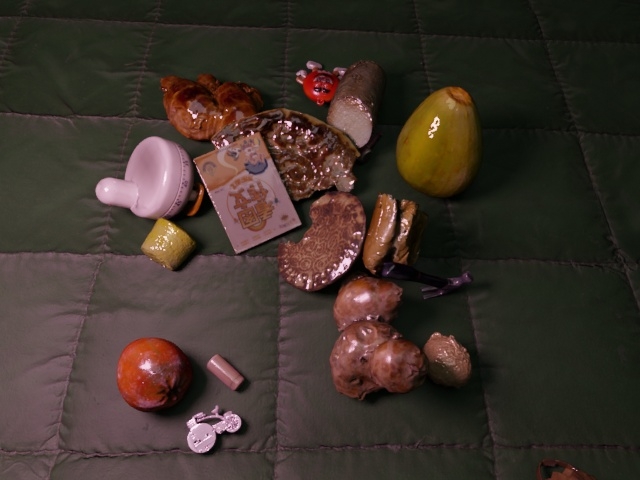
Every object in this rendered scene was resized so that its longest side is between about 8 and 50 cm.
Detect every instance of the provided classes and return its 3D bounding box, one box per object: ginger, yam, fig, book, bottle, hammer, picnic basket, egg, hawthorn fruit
[{"bbox_3d":[0.125,0.221,1.246,0.176,0.256,0.375,24,37,-29],"label":"ginger"},{"bbox_3d":[-0.343,-0.435,1.615,0.358,0.152,0.274,10,60,0],"label":"ginger"},{"bbox_3d":[0.118,-0.438,1.614,0.168,0.168,0.304,15,47,5],"label":"yam"},{"bbox_3d":[0.356,-0.291,1.482,0.258,0.326,0.258,4,40,-3],"label":"fig"},{"bbox_3d":[-0.207,-0.136,1.443,0.208,0.020,0.295,-26,92,-11],"label":"book"},{"bbox_3d":[-0.232,0.326,1.245,0.096,0.045,0.045,38,64,14],"label":"bottle"},{"bbox_3d":[0.259,0.099,1.310,0.290,0.137,0.037,15,52,-39],"label":"hammer"},{"bbox_3d":[0.549,0.563,1.122,0.128,0.137,0.178,16,21,-3],"label":"picnic basket"},{"bbox_3d":[0.312,0.300,1.258,0.118,0.116,0.140,-47,59,-1],"label":"egg"},{"bbox_3d":[-0.391,0.309,1.179,0.173,0.173,0.172,2,60,-3],"label":"hawthorn fruit"}]

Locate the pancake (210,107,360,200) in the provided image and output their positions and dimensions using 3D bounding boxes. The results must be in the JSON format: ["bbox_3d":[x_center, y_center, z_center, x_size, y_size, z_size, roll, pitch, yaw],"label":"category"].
[{"bbox_3d":[-0.094,-0.243,1.506,0.427,0.067,0.304,-12,90,-8],"label":"pancake"}]

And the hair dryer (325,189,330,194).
[{"bbox_3d":[0.047,-0.076,1.501,0.100,0.057,0.197,-16,54,-13],"label":"hair dryer"}]

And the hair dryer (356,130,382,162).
[{"bbox_3d":[0.148,-0.318,1.650,0.154,0.054,0.106,-32,61,-31],"label":"hair dryer"}]

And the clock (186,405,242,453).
[{"bbox_3d":[-0.249,0.436,1.182,0.129,0.041,0.087,-24,68,-12],"label":"clock"}]

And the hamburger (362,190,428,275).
[{"bbox_3d":[0.194,-0.002,1.345,0.132,0.309,0.211,18,89,18],"label":"hamburger"}]

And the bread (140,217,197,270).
[{"bbox_3d":[-0.416,0.007,1.387,0.129,0.111,0.114,25,69,15],"label":"bread"}]

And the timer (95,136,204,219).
[{"bbox_3d":[-0.472,-0.172,1.404,0.240,0.233,0.233,9,48,-48],"label":"timer"}]

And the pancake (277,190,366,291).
[{"bbox_3d":[0.000,0.000,1.371,0.286,0.033,0.288,-10,61,35],"label":"pancake"}]

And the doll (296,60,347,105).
[{"bbox_3d":[0.003,-0.548,1.746,0.183,0.085,0.217,15,51,3],"label":"doll"}]
